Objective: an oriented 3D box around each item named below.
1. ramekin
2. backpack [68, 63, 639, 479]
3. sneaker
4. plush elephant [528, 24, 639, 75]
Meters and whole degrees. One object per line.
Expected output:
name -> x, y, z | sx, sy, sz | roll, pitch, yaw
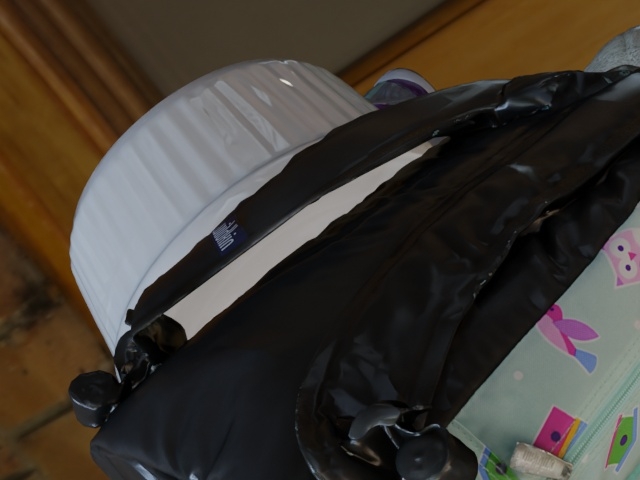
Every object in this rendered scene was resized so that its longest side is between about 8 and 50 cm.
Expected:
ramekin -> -0.049, -0.006, 1.079 | 0.273, 0.273, 0.127 | -10, -128, -45
backpack -> 0.042, 0.032, 0.434 | 0.182, 0.152, 0.115 | -42, -58, -23
sneaker -> 0.116, -0.064, 1.506 | 0.224, 0.083, 0.098 | 43, -127, 13
plush elephant -> 0.254, -0.042, 1.010 | 0.255, 0.272, 0.330 | 1, -112, -56
